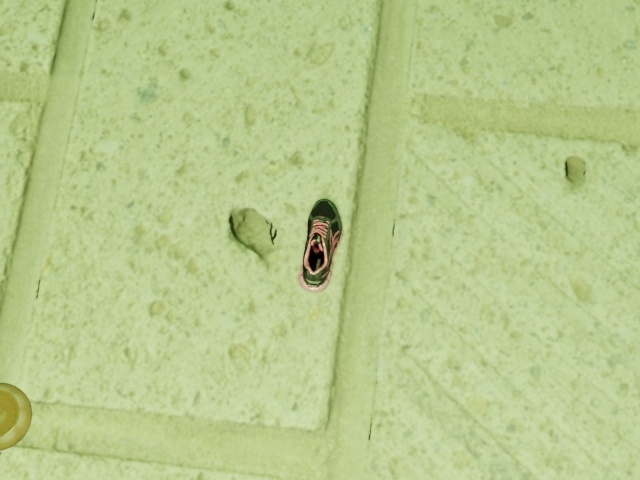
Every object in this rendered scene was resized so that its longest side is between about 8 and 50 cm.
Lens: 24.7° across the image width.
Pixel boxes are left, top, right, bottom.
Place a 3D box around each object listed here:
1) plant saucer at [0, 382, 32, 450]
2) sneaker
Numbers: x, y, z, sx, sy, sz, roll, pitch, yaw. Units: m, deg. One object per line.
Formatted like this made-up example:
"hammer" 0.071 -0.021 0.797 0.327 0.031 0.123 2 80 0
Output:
"plant saucer" -0.383 0.206 1.719 0.083 0.015 0.083 -1 69 2
"sneaker" 0.000 0.000 1.762 0.047 0.057 0.119 5 68 6
